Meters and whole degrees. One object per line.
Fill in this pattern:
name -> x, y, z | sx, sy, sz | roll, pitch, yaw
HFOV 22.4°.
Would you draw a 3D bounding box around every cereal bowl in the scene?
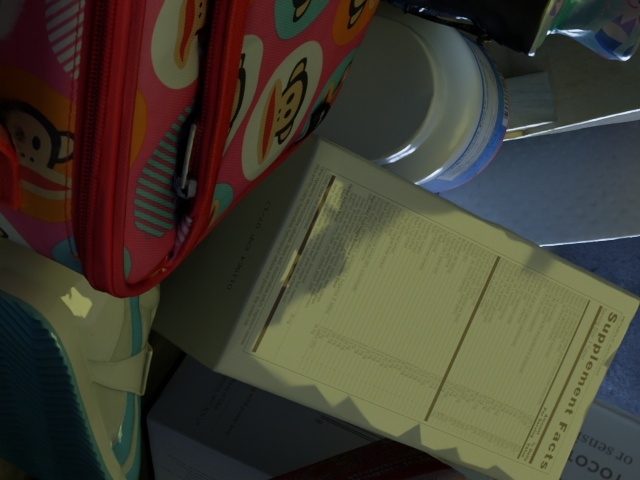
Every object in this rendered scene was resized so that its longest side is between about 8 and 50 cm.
cereal bowl -> 0.267, -0.081, 1.615 | 0.339, 0.339, 0.141 | -17, 100, -73

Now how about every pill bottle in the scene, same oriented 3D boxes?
pill bottle -> 0.052, -0.094, 1.081 | 0.124, 0.124, 0.221 | -67, 166, 6

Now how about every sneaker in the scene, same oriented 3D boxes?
sneaker -> -0.114, 0.058, 0.777 | 0.229, 0.087, 0.092 | 98, 19, -57

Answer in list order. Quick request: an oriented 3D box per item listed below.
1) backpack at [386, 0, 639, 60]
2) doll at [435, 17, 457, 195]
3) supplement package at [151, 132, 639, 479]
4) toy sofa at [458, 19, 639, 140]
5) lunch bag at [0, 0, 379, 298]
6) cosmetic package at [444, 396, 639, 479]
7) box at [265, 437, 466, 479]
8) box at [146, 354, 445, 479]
backpack -> 0.126, -0.221, 0.939 | 0.253, 0.191, 0.225 | -114, -133, -77
doll -> 0.078, -0.092, 1.231 | 0.046, 0.129, 0.189 | -4, 110, -34
supplement package -> 0.038, 0.037, 0.942 | 0.134, 0.244, 0.139 | 25, -90, 60
toy sofa -> 0.255, -0.170, 1.132 | 0.177, 0.362, 0.150 | -12, 91, -30
lunch bag -> -0.059, -0.132, 0.602 | 0.258, 0.120, 0.293 | -46, 156, -46
cosmetic package -> 0.039, 0.306, 1.307 | 0.394, 0.327, 0.329 | -59, 166, -24
box -> -0.035, 0.217, 0.935 | 0.128, 0.257, 0.123 | -166, -121, -75
box -> 0.000, 0.116, 1.130 | 0.181, 0.182, 0.119 | -59, 164, -31
